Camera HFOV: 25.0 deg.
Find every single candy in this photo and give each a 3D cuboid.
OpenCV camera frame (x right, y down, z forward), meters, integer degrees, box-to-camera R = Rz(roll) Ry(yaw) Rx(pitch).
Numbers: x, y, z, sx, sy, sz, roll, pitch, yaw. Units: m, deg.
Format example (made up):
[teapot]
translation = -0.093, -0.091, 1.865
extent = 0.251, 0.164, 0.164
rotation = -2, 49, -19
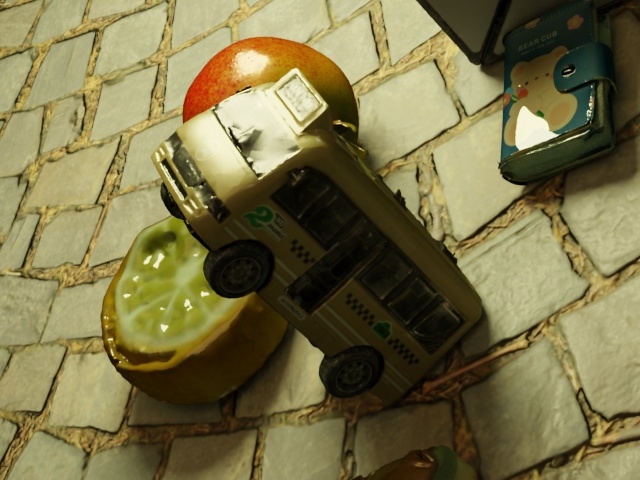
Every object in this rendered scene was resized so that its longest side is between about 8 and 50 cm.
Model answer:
[candy]
translation = -0.150, 0.076, 1.753
extent = 0.260, 0.118, 0.260
rotation = -21, 48, 26

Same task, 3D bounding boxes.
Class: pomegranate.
[pomegranate]
translation = -0.050, -0.138, 1.763
extent = 0.257, 0.221, 0.221
rotation = 25, 77, 42

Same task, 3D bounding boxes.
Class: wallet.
[wallet]
translation = 0.265, -0.167, 1.613
extent = 0.141, 0.059, 0.202
rotation = -23, 45, 35

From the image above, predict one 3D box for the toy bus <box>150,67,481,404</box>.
[toy bus]
translation = 0.000, 0.000, 1.486
extent = 0.202, 0.365, 0.177
rotation = -41, 42, 5

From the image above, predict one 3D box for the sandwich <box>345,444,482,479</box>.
[sandwich]
translation = 0.069, 0.321, 1.370
extent = 0.220, 0.108, 0.186
rotation = -35, 42, 12

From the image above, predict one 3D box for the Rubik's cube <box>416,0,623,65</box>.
[Rubik's cube]
translation = 0.218, -0.398, 1.688
extent = 0.255, 0.260, 0.259
rotation = -23, 44, 30
